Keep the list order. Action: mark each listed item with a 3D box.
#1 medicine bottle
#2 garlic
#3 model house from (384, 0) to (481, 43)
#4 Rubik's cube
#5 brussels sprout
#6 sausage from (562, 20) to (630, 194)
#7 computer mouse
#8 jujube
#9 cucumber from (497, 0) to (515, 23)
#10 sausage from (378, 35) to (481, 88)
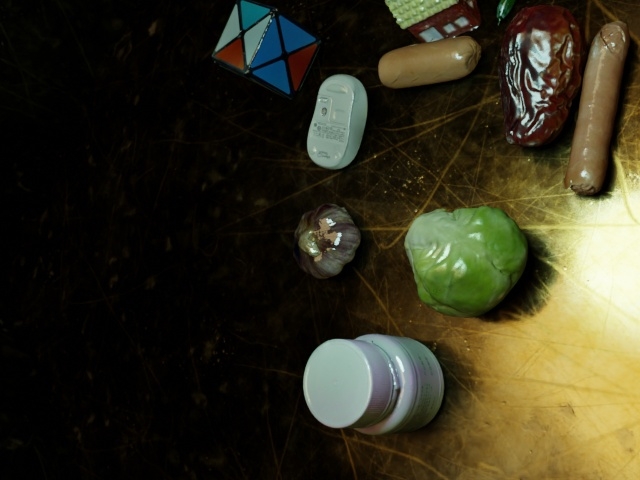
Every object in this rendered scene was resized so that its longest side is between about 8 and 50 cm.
[{"bbox_3d":[0.137,0.367,1.568,0.256,0.325,0.255,-10,74,39],"label":"medicine bottle"},{"bbox_3d":[0.000,0.000,1.884,0.245,0.161,0.244,-17,68,47],"label":"garlic"},{"bbox_3d":[0.310,-0.692,1.738,0.196,0.254,0.159,-12,68,37],"label":"model house"},{"bbox_3d":[-0.189,-0.670,2.155,0.250,0.248,0.246,34,101,41],"label":"Rubik's cube"},{"bbox_3d":[0.348,0.053,1.520,0.317,0.243,0.273,2,83,32],"label":"brussels sprout"},{"bbox_3d":[0.657,-0.316,1.455,0.094,0.094,0.418,6,84,63],"label":"sausage"},{"bbox_3d":[0.059,-0.377,1.958,0.184,0.121,0.296,13,103,30],"label":"computer mouse"},{"bbox_3d":[0.539,-0.397,1.517,0.216,0.216,0.341,11,93,41],"label":"jujube"},{"bbox_3d":[0.526,-0.676,1.692,0.039,0.039,0.167,39,103,39],"label":"cucumber"},{"bbox_3d":[0.313,-0.513,1.775,0.305,0.121,0.121,2,80,41],"label":"sausage"}]
